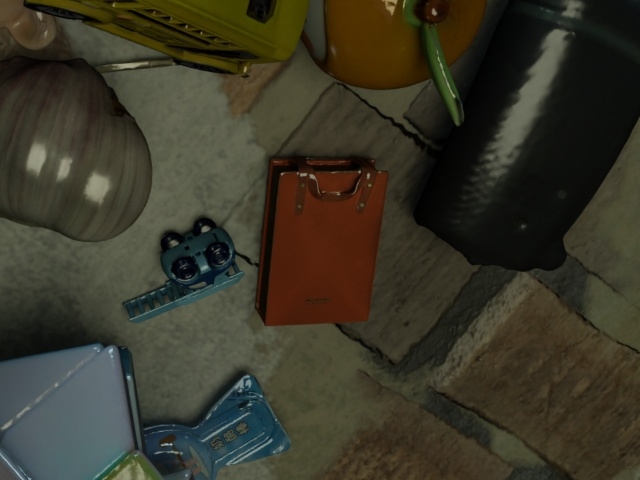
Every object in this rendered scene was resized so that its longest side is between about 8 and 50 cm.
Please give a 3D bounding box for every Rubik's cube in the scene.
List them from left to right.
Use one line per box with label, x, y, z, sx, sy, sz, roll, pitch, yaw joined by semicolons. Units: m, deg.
Rubik's cube;-0.290;0.281;1.113;0.387;0.358;0.368;-9;70;-6

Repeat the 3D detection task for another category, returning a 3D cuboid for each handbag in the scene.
handbag;0.000;0.000;1.271;0.127;0.063;0.190;-1;113;-19

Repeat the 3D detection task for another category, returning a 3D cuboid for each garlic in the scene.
garlic;-0.236;-0.087;1.124;0.257;0.207;0.207;-34;124;-45

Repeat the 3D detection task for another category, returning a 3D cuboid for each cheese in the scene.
cheese;-0.160;0.257;1.318;0.245;0.052;0.135;-30;117;-6

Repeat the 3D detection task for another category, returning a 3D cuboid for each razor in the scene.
razor;0.249;-0.130;1.277;0.204;0.113;0.349;17;104;-27

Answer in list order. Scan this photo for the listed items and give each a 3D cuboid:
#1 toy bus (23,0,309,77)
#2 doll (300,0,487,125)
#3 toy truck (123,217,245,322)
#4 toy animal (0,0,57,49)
toy bus;-0.113;-0.232;1.000;0.331;0.151;0.145;7;94;-64
doll;0.080;-0.241;1.103;0.213;0.236;0.213;-10;120;-18
toy truck;-0.155;0.035;1.233;0.136;0.063;0.074;-22;135;-7
toy animal;-0.312;-0.312;0.974;0.210;0.229;0.221;15;64;12
